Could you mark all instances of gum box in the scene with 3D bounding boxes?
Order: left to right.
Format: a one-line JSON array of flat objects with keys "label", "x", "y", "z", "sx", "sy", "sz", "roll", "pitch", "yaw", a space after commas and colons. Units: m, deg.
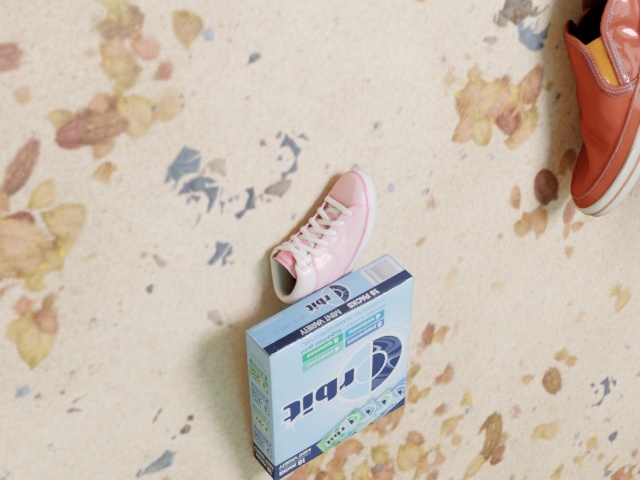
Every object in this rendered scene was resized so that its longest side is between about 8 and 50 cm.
[{"label": "gum box", "x": 0.009, "y": 0.118, "z": 1.157, "sx": 0.157, "sy": 0.041, "sz": 0.184, "roll": -28, "pitch": 141, "yaw": -24}]

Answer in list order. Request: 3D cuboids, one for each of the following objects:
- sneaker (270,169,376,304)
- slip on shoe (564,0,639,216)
[{"label": "sneaker", "x": 0.000, "y": 0.000, "z": 1.112, "sx": 0.070, "sy": 0.051, "sz": 0.134, "roll": 4, "pitch": 114, "yaw": -44}, {"label": "slip on shoe", "x": 0.278, "y": -0.179, "z": 1.212, "sx": 0.101, "sy": 0.123, "sz": 0.331, "roll": 4, "pitch": 118, "yaw": -5}]
